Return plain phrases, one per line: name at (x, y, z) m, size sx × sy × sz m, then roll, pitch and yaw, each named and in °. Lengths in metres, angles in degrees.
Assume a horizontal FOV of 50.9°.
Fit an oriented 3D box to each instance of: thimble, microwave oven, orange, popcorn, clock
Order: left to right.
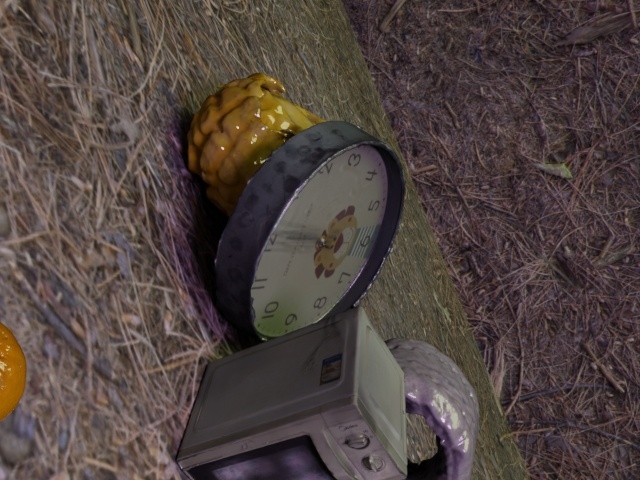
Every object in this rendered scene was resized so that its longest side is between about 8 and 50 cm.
orange at (-0.235, 0.089, 0.444) m, size 0.083 × 0.070 × 0.083 m, roll 47°, pitch 30°, yaw -38°
popcorn at (-0.069, -0.109, 0.935) m, size 0.250 × 0.190 × 0.250 m, roll 28°, pitch 47°, yaw -35°
microwave oven at (-0.020, 0.188, 0.710) m, size 0.129 × 0.205 × 0.163 m, roll 59°, pitch 22°, yaw -25°
clock at (-0.001, 0.000, 0.871) m, size 0.061 × 0.313 × 0.312 m, roll 30°, pitch -1°, yaw 31°
thimble at (0.122, 0.284, 0.994) m, size 0.157 × 0.217 × 0.246 m, roll -37°, pitch 120°, yaw -66°
